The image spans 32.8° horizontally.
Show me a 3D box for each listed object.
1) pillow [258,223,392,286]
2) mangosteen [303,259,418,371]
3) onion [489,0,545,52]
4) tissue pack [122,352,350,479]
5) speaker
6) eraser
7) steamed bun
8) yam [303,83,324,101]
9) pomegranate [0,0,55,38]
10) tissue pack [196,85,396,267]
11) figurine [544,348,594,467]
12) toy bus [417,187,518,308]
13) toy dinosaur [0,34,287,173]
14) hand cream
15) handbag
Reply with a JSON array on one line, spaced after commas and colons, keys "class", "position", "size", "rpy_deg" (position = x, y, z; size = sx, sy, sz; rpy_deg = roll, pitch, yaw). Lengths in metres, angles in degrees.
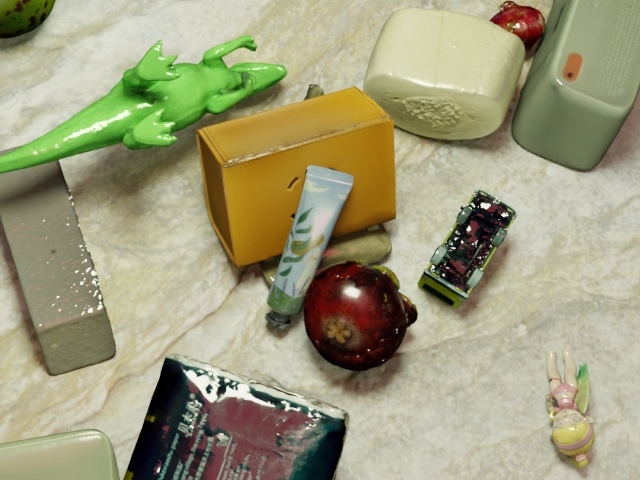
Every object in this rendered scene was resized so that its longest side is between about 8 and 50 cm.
[{"class": "pillow", "position": [0.000, 0.000, 1.743], "size": [0.218, 0.033, 0.130], "rpy_deg": [-19, 63, -17]}, {"class": "mangosteen", "position": [0.062, 0.105, 1.645], "size": [0.166, 0.166, 0.180], "rpy_deg": [37, 41, 8]}, {"class": "onion", "position": [0.345, -0.380, 1.935], "size": [0.107, 0.107, 0.097], "rpy_deg": [-36, 116, -22]}, {"class": "tissue pack", "position": [-0.140, 0.387, 1.394], "size": [0.264, 0.253, 0.416], "rpy_deg": [17, 75, 1]}, {"class": "speaker", "position": [0.481, -0.342, 1.893], "size": [0.183, 0.184, 0.406], "rpy_deg": [23, 64, 1]}, {"class": "eraser", "position": [-0.408, 0.021, 1.647], "size": [0.111, 0.077, 0.352], "rpy_deg": [-18, 70, -13]}, {"class": "steamed bun", "position": [0.207, -0.278, 1.837], "size": [0.250, 0.154, 0.200], "rpy_deg": [15, 61, 5]}, {"class": "yam", "position": [-0.028, -0.206, 1.835], "size": [0.033, 0.027, 0.129], "rpy_deg": [36, 59, -27]}, {"class": "pomegranate", "position": [-0.498, -0.435, 1.764], "size": [0.248, 0.202, 0.202], "rpy_deg": [-30, 71, 10]}, {"class": "tissue pack", "position": [-0.036, -0.107, 1.685], "size": [0.275, 0.194, 0.145], "rpy_deg": [-17, 41, -17]}, {"class": "figurine", "position": [0.385, 0.255, 1.677], "size": [0.083, 0.083, 0.187], "rpy_deg": [2, 53, -8]}, {"class": "toy bus", "position": [0.233, 0.013, 1.737], "size": [0.088, 0.101, 0.175], "rpy_deg": [32, 70, 6]}, {"class": "toy dinosaur", "position": [-0.309, -0.199, 1.690], "size": [0.500, 0.374, 0.144], "rpy_deg": [-17, 98, 8]}, {"class": "hand cream", "position": [-0.027, 0.011, 1.644], "size": [0.088, 0.055, 0.256], "rpy_deg": [12, 105, -32]}, {"class": "handbag", "position": [-0.390, 0.380, 1.491], "size": [0.256, 0.079, 0.219], "rpy_deg": [-7, 81, -12]}]
